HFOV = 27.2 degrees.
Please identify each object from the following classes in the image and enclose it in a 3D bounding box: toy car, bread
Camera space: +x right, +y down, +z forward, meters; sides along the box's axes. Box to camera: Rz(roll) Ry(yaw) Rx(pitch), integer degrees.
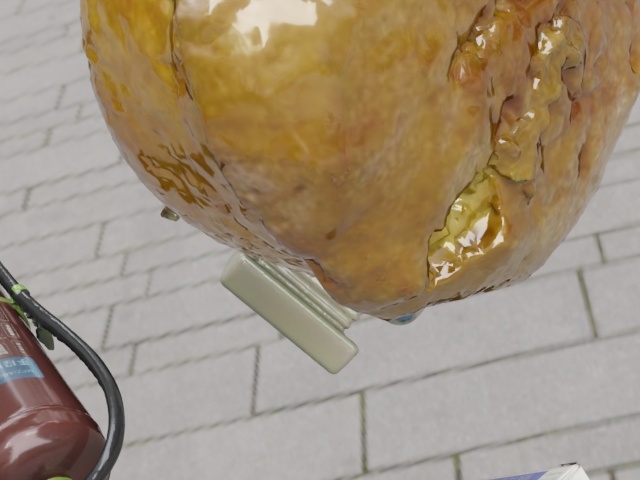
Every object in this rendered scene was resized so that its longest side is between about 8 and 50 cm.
[{"bbox_3d":[0.000,0.000,1.490,0.226,0.242,0.336,-52,10,-5],"label":"toy car"},{"bbox_3d":[0.031,-0.065,0.687,0.194,0.179,0.340,15,22,38],"label":"bread"}]

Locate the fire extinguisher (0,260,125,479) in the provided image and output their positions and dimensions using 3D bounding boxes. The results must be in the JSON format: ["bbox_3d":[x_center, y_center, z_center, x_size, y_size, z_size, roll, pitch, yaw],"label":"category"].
[{"bbox_3d":[-0.086,0.042,0.355,0.056,0.039,0.132,-46,43,-3],"label":"fire extinguisher"}]

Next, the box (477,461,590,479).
[{"bbox_3d":[0.329,0.446,1.663,0.065,0.343,0.200,-35,6,-35],"label":"box"}]
